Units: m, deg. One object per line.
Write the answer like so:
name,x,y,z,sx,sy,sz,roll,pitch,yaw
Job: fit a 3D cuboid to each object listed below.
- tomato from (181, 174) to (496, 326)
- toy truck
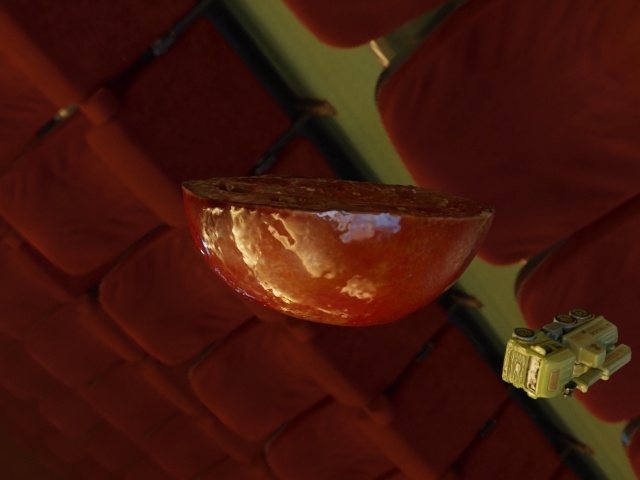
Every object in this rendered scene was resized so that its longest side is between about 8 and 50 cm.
tomato,0.004,0.011,0.896,0.338,0.143,0.338,4,-173,-1
toy truck,0.325,0.151,1.077,0.100,0.169,0.077,30,124,48
